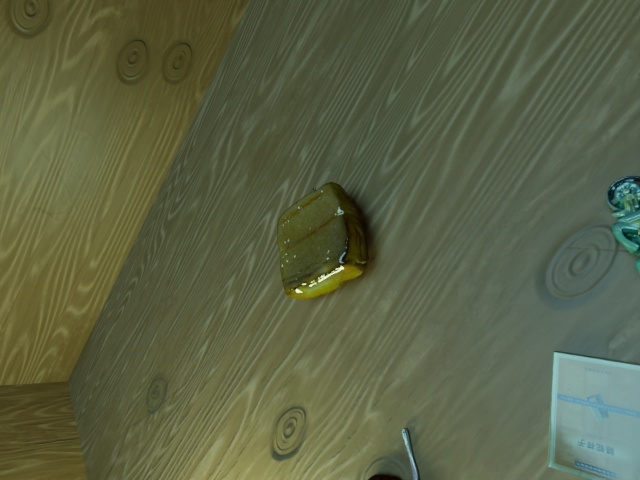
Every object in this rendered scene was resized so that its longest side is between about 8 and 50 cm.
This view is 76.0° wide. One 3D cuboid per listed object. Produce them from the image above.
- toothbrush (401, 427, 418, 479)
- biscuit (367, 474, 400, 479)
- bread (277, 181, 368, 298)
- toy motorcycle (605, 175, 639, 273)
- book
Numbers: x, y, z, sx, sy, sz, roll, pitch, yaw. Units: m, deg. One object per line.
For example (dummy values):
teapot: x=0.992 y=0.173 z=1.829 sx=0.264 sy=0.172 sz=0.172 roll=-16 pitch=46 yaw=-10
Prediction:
toothbrush: x=0.241 y=0.597 z=1.061 sx=0.017 sy=0.022 sz=0.204 roll=-36 pitch=56 yaw=45
biscuit: x=0.173 y=0.718 z=1.076 sx=0.192 sy=0.049 sz=0.192 roll=-12 pitch=69 yaw=33
bread: x=0.006 y=0.002 z=1.344 sx=0.337 sy=0.147 sz=0.328 roll=-33 pitch=55 yaw=34
toy motorcycle: x=0.677 y=-0.019 z=0.758 sx=0.296 sy=0.109 sz=0.199 roll=20 pitch=90 yaw=51
book: x=0.561 y=0.361 z=0.832 sx=0.170 sy=0.018 sz=0.242 roll=-1 pitch=79 yaw=42
